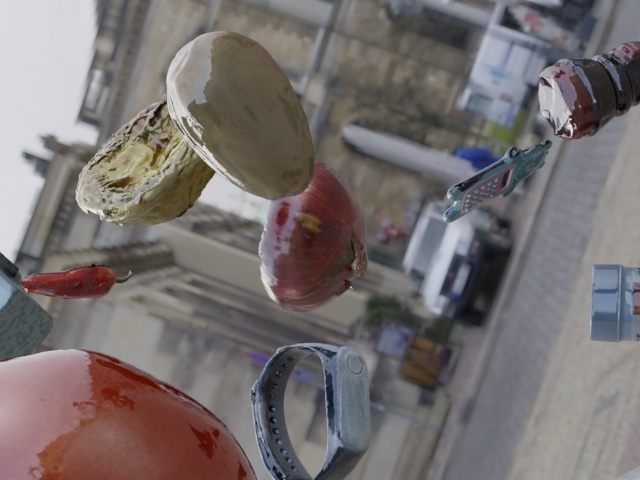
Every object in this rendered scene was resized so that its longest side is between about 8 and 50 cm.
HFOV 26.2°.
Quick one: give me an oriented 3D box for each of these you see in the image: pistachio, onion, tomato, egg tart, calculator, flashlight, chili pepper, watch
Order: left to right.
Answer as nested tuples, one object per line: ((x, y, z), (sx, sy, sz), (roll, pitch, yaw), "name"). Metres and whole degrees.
((-0.201, 0.243, 1.062), (0.321, 0.321, 0.321), (20, -90, -86), "tomato")
((-0.400, 0.071, 2.273), (0.059, 0.050, 0.268), (-47, -22, 23), "chili pepper")
((-0.221, -0.103, 1.883), (0.098, 0.232, 0.252), (56, -153, -34), "egg tart")
((-0.082, -0.134, 1.467), (0.131, 0.206, 0.129), (-28, 32, 23), "pistachio")
((-0.013, 0.234, 1.795), (0.193, 0.068, 0.206), (-29, 57, 44), "watch")
((-0.009, -0.005, 2.140), (0.248, 0.161, 0.248), (-3, -90, -85), "onion")
((0.198, -0.068, 1.531), (0.141, 0.019, 0.094), (-29, -25, -16), "calculator")
((0.345, -0.181, 1.450), (0.093, 0.232, 0.093), (157, 90, -78), "flashlight")

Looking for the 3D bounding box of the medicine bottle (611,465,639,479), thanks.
((0.446, 0.308, 1.452), (0.213, 0.379, 0.213), (159, 90, -77), "medicine bottle")

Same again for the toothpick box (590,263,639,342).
((0.422, 0.082, 1.748), (0.101, 0.153, 0.101), (1, -90, -77), "toothpick box")

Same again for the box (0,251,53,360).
((-0.458, 0.120, 1.738), (0.227, 0.130, 0.162), (-49, -25, -10), "box")
